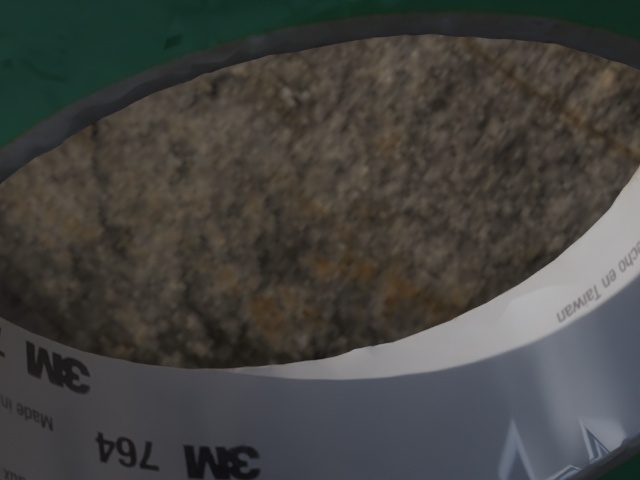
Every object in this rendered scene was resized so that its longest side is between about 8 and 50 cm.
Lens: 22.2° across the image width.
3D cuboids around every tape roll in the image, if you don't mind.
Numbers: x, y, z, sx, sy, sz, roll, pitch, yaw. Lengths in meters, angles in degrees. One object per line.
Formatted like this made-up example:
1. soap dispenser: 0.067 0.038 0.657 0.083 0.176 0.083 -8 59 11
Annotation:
1. tape roll: 0.000 0.000 0.438 0.321 0.077 0.321 -7 142 -6
